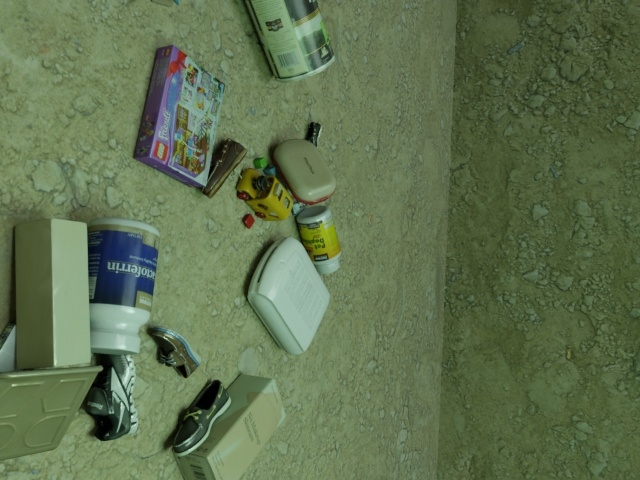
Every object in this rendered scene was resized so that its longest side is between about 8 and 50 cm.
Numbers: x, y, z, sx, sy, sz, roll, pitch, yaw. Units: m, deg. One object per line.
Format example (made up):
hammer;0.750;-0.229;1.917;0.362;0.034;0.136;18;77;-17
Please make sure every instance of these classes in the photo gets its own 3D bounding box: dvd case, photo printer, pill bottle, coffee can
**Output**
dvd case;-0.082;-0.152;1.973;0.087;0.013;0.119;-45;128;-50
photo printer;-0.098;0.161;1.849;0.307;0.107;0.256;62;40;-37
pill bottle;-0.423;0.097;1.241;0.153;0.153;0.265;27;61;-56
coffee can;-0.092;-0.639;1.782;0.201;0.201;0.275;-58;137;-42
pill bottle;0.000;0.000;2.006;0.117;0.117;0.215;-46;127;-50

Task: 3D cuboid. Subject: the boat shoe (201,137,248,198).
boat shoe;-0.271;-0.196;1.613;0.073;0.073;0.207;35;47;-9

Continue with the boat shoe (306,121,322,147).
boat shoe;-0.030;-0.337;2.038;0.042;0.049;0.133;15;82;-30

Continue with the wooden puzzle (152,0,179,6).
wooden puzzle;-0.389;-0.613;1.464;0.116;0.014;0.078;-27;112;-57

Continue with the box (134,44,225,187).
box;-0.343;-0.303;1.493;0.201;0.057;0.293;30;65;-56

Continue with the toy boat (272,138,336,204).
toy boat;-0.062;-0.200;1.872;0.151;0.151;0.231;-20;71;-29

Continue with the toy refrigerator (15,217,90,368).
toy refrigerator;-0.504;0.101;1.139;0.094;0.102;0.269;9;74;-63

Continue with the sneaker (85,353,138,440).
sneaker;-0.452;0.323;1.283;0.106;0.078;0.234;-19;108;-60

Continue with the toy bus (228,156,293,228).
toy bus;-0.160;-0.142;1.753;0.202;0.104;0.191;-29;114;-56

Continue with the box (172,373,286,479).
box;-0.233;0.511;1.604;0.311;0.121;0.148;-46;127;-50

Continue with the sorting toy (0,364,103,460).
sorting toy;-0.557;0.305;1.045;0.229;0.041;0.307;-55;151;12

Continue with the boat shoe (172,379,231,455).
boat shoe;-0.309;0.446;1.524;0.228;0.081;0.069;-51;129;-56

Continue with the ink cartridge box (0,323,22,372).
ink cartridge box;-0.580;0.220;1.116;0.063;0.029;0.115;53;47;-45

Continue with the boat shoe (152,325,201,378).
boat shoe;-0.353;0.275;1.460;0.183;0.066;0.066;57;45;-42
